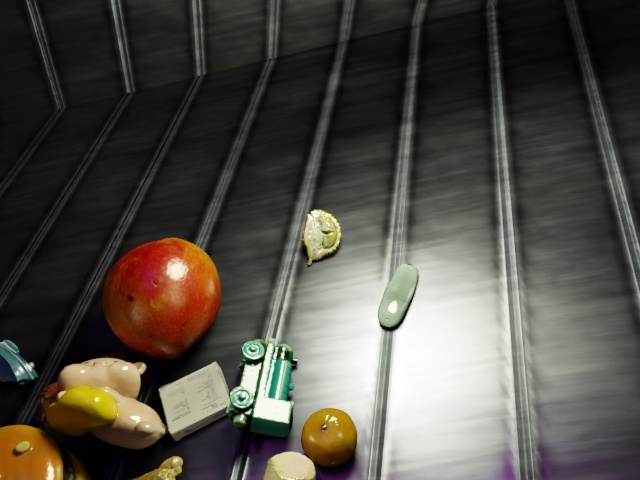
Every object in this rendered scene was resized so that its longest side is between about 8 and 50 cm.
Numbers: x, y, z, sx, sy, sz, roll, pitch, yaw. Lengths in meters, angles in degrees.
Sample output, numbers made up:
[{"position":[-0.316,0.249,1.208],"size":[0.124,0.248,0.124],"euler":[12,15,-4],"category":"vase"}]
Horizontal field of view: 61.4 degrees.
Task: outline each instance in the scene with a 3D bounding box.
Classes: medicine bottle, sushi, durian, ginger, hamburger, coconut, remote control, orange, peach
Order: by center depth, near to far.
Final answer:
[{"position":[-0.083,0.642,1.390],"size":[0.147,0.153,0.147],"euler":[4,16,-1],"category":"coconut"},{"position":[-0.841,0.688,1.442],"size":[0.396,0.277,0.396],"euler":[-6,49,7],"category":"hamburger"},{"position":[0.023,0.532,1.467],"size":[0.156,0.124,0.156],"euler":[-5,47,5],"category":"orange"},{"position":[-0.471,0.682,1.485],"size":[0.205,0.081,0.115],"euler":[-30,38,-12],"category":"ginger"},{"position":[-0.382,0.487,1.652],"size":[0.201,0.052,0.171],"euler":[-26,49,-10],"category":"medicine bottle"},{"position":[-0.755,0.486,1.704],"size":[0.332,0.130,0.124],"euler":[-29,45,-18],"category":"sushi"},{"position":[-0.504,0.192,1.747],"size":[0.388,0.388,0.388],"euler":[-7,49,8],"category":"peach"},{"position":[0.255,0.174,1.772],"size":[0.097,0.045,0.256],"euler":[10,51,21],"category":"remote control"},{"position":[0.000,0.000,1.959],"size":[0.146,0.102,0.208],"euler":[19,81,7],"category":"durian"}]

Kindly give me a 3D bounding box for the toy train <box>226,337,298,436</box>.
[{"position":[-0.165,0.429,1.605],"size":[0.194,0.120,0.298],"euler":[11,43,-3],"category":"toy train"}]

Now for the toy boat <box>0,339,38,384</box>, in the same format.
[{"position":[-1.062,0.420,1.856],"size":[0.238,0.109,0.098],"euler":[27,16,23],"category":"toy boat"}]

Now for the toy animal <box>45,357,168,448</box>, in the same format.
[{"position":[-0.596,0.438,1.547],"size":[0.345,0.277,0.247],"euler":[13,53,-3],"category":"toy animal"}]
